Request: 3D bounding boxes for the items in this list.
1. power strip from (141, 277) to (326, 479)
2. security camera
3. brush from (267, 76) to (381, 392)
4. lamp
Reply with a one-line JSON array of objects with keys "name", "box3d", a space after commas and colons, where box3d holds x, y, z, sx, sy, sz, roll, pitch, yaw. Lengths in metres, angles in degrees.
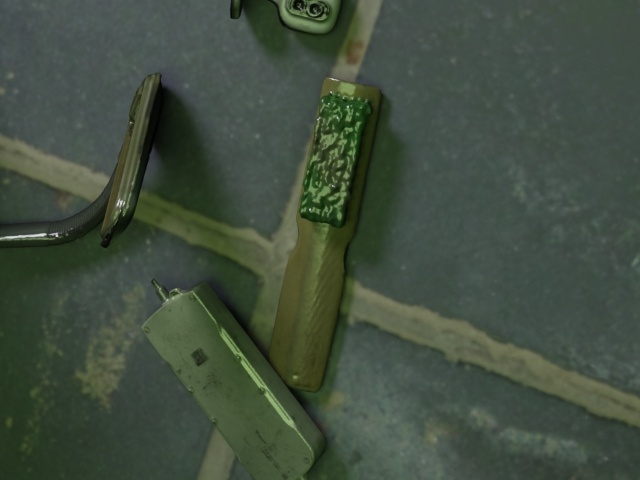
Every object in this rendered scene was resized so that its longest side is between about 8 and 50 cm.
[{"name": "power strip", "box3d": [-0.080, 0.124, 1.619, 0.080, 0.029, 0.227, -34, 94, 36]}, {"name": "security camera", "box3d": [-0.028, -0.204, 1.529, 0.092, 0.058, 0.058, 10, 105, 2]}, {"name": "brush", "box3d": [0.000, 0.000, 1.573, 0.054, 0.048, 0.282, 14, 108, 8]}, {"name": "lamp", "box3d": [-0.256, -0.018, 1.551, 0.283, 0.203, 0.124, -15, 118, 12]}]
